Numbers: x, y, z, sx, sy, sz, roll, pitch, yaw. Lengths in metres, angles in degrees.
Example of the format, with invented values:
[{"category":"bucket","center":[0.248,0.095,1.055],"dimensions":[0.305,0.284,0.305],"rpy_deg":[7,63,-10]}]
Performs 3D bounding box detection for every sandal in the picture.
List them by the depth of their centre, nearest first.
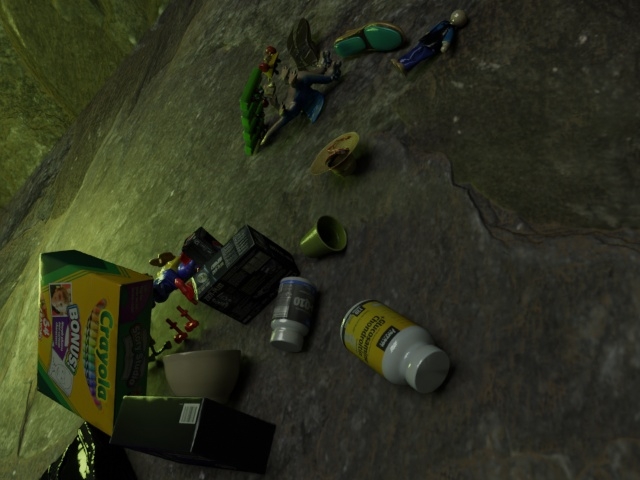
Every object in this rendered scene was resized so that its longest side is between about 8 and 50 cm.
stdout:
[{"category":"sandal","center":[-0.036,-0.534,1.754],"dimensions":[0.090,0.060,0.219],"rpy_deg":[-39,55,27]}]

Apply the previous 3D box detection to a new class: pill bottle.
[{"category":"pill bottle","center":[0.123,0.175,1.029],"dimensions":[0.184,0.103,0.103],"rpy_deg":[28,84,51]},{"category":"pill bottle","center":[-0.056,0.149,1.250],"dimensions":[0.078,0.078,0.137],"rpy_deg":[-14,54,39]}]

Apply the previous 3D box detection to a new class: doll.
[{"category":"doll","center":[0.252,-0.445,1.398],"dimensions":[0.189,0.046,0.129],"rpy_deg":[-38,31,9]}]

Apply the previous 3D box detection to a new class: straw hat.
[{"category":"straw hat","center":[0.049,-0.176,1.396],"dimensions":[0.144,0.061,0.144],"rpy_deg":[-31,27,18]}]

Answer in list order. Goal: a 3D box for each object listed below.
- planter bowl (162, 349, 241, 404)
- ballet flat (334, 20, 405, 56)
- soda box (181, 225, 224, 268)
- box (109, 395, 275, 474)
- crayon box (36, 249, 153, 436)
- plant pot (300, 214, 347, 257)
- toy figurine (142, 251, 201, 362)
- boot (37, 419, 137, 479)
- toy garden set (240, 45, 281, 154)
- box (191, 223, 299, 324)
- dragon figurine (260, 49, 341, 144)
[{"category":"planter bowl","center":[-0.242,0.289,1.291],"dimensions":[0.162,0.162,0.109],"rpy_deg":[-17,72,37]},{"category":"ballet flat","center":[0.128,-0.517,1.558],"dimensions":[0.232,0.080,0.073],"rpy_deg":[7,53,46]},{"category":"soda box","center":[-0.236,0.048,1.430],"dimensions":[0.060,0.169,0.053],"rpy_deg":[-39,22,18]},{"category":"box","center":[-0.248,0.372,1.197],"dimensions":[0.261,0.184,0.103],"rpy_deg":[-12,58,40]},{"category":"crayon box","center":[-0.545,0.232,1.484],"dimensions":[0.313,0.106,0.362],"rpy_deg":[14,104,35]},{"category":"plant pot","center":[0.000,0.000,1.313],"dimensions":[0.079,0.083,0.083],"rpy_deg":[-35,41,42]},{"category":"toy figurine","center":[-0.374,0.133,1.582],"dimensions":[0.362,0.191,0.217],"rpy_deg":[-42,10,26]},{"category":"boot","center":[-0.543,0.584,1.378],"dimensions":[0.260,0.131,0.348],"rpy_deg":[-50,28,-5]},{"category":"toy garden set","center":[-0.150,-0.371,1.657],"dimensions":[0.049,0.244,0.203],"rpy_deg":[17,66,4]},{"category":"box","center":[-0.163,0.077,1.357],"dimensions":[0.180,0.147,0.077],"rpy_deg":[-44,40,13]},{"category":"dragon figurine","center":[-0.047,-0.358,1.606],"dimensions":[0.085,0.144,0.289],"rpy_deg":[39,112,50]}]
